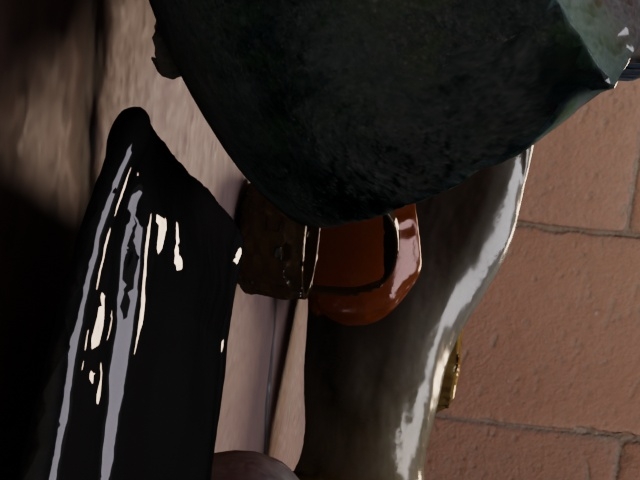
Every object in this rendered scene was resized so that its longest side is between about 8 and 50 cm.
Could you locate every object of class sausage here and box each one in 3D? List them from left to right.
[{"bbox_3d":[0.023,-0.030,0.953,0.089,0.089,0.179,77,10,-70],"label":"sausage"}]

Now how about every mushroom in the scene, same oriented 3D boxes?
[{"bbox_3d":[0.052,0.050,1.008,0.122,0.159,0.329,26,64,-35],"label":"mushroom"}]

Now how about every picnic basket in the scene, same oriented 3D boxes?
[{"bbox_3d":[0.000,0.000,0.770,0.072,0.083,0.072,6,90,-84],"label":"picnic basket"}]

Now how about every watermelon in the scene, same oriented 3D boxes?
[{"bbox_3d":[-0.008,-0.136,0.460,0.188,0.175,0.322,47,14,-13],"label":"watermelon"}]

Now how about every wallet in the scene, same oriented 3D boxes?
[{"bbox_3d":[-0.073,0.134,0.441,0.247,0.041,0.323,57,42,-79],"label":"wallet"}]

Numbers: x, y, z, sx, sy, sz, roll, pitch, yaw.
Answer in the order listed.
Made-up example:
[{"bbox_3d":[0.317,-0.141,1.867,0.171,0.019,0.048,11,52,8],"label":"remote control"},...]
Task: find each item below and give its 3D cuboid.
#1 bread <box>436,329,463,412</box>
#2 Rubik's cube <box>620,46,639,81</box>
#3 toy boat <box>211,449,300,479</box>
[{"bbox_3d":[0.075,0.014,1.287,0.152,0.119,0.288,-63,157,-64],"label":"bread"},{"bbox_3d":[0.161,-0.268,1.181,0.259,0.256,0.253,-16,111,-84],"label":"Rubik's cube"},{"bbox_3d":[-0.034,0.205,0.658,0.155,0.085,0.228,-55,150,-75],"label":"toy boat"}]
